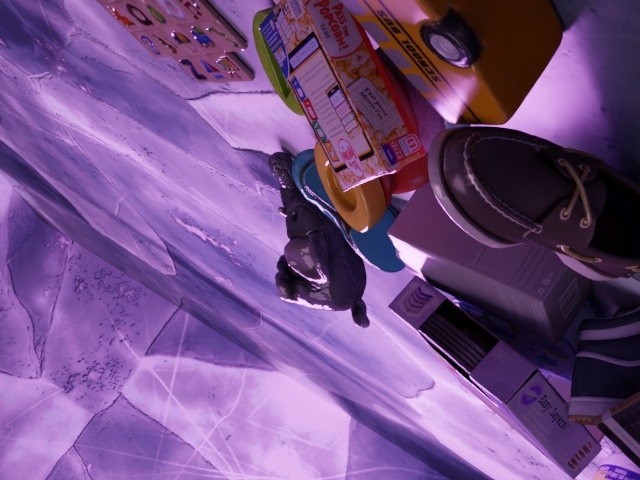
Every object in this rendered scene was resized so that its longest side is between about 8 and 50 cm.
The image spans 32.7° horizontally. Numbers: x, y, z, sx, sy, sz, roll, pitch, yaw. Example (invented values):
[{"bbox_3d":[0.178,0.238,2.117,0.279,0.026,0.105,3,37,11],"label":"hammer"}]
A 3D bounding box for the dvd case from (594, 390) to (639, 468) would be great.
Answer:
[{"bbox_3d":[0.458,0.203,1.278,0.164,0.221,0.018,42,-156,-24],"label":"dvd case"}]

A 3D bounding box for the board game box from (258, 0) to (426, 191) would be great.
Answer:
[{"bbox_3d":[0.017,-0.149,1.057,0.193,0.045,0.147,63,164,-4],"label":"board game box"}]

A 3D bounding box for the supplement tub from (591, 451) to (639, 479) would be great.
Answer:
[{"bbox_3d":[0.531,0.567,1.903,0.241,0.331,0.241,32,164,11],"label":"supplement tub"}]

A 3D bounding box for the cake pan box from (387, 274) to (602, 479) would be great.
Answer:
[{"bbox_3d":[0.232,0.180,1.453,0.245,0.070,0.267,37,174,44],"label":"cake pan box"}]

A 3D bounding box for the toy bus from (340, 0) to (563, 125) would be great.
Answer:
[{"bbox_3d":[0.070,-0.242,0.905,0.332,0.108,0.130,44,164,-29],"label":"toy bus"}]

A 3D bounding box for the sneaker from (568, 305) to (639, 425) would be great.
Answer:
[{"bbox_3d":[0.447,0.164,1.367,0.282,0.153,0.099,7,166,-12],"label":"sneaker"}]

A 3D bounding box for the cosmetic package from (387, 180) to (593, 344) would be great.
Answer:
[{"bbox_3d":[0.217,0.025,1.402,0.238,0.107,0.127,29,164,31],"label":"cosmetic package"}]

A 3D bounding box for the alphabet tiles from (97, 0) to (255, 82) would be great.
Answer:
[{"bbox_3d":[-0.242,-0.332,1.473,0.342,0.011,0.285,44,163,-28],"label":"alphabet tiles"}]

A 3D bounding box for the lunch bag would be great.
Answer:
[{"bbox_3d":[0.303,0.121,1.516,0.219,0.090,0.176,18,156,48],"label":"lunch bag"}]

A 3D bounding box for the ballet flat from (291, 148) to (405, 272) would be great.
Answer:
[{"bbox_3d":[0.046,-0.051,1.604,0.247,0.083,0.087,45,-174,-31],"label":"ballet flat"}]

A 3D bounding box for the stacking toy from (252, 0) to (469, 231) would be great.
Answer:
[{"bbox_3d":[0.053,-0.183,1.213,0.280,0.130,0.309,60,164,9],"label":"stacking toy"}]

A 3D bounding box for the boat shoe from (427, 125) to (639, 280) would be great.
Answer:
[{"bbox_3d":[0.235,-0.036,1.047,0.324,0.117,0.096,22,160,-39],"label":"boat shoe"}]

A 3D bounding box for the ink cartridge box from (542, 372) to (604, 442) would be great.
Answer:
[{"bbox_3d":[0.355,0.248,1.780,0.154,0.093,0.212,43,161,-22],"label":"ink cartridge box"}]

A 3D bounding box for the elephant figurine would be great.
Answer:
[{"bbox_3d":[0.000,0.000,1.714,0.186,0.169,0.239,6,145,1],"label":"elephant figurine"}]
